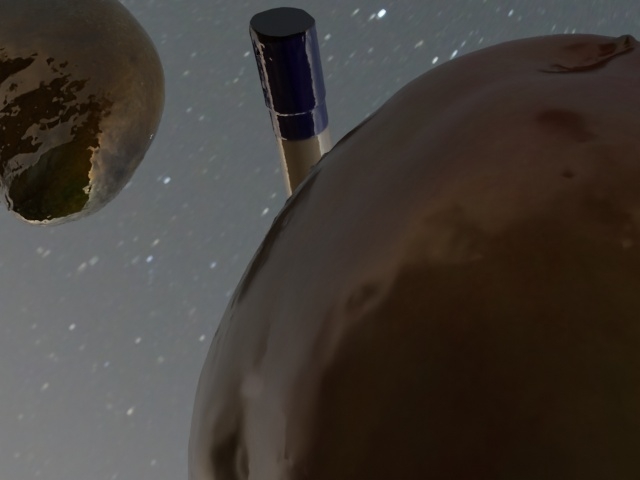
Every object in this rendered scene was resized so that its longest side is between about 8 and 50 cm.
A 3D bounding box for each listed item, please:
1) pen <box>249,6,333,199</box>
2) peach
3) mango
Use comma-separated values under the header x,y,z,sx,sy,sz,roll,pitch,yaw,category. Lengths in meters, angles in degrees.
x,y,z,sx,sy,sz,roll,pitch,yaw,category
0.001,0.000,0.728,0.033,0.033,0.269,3,-51,17,pen
0.075,0.071,0.492,0.248,0.292,0.292,-3,-66,-4,peach
-0.212,-0.106,1.018,0.193,0.316,0.146,-36,-57,-3,mango
